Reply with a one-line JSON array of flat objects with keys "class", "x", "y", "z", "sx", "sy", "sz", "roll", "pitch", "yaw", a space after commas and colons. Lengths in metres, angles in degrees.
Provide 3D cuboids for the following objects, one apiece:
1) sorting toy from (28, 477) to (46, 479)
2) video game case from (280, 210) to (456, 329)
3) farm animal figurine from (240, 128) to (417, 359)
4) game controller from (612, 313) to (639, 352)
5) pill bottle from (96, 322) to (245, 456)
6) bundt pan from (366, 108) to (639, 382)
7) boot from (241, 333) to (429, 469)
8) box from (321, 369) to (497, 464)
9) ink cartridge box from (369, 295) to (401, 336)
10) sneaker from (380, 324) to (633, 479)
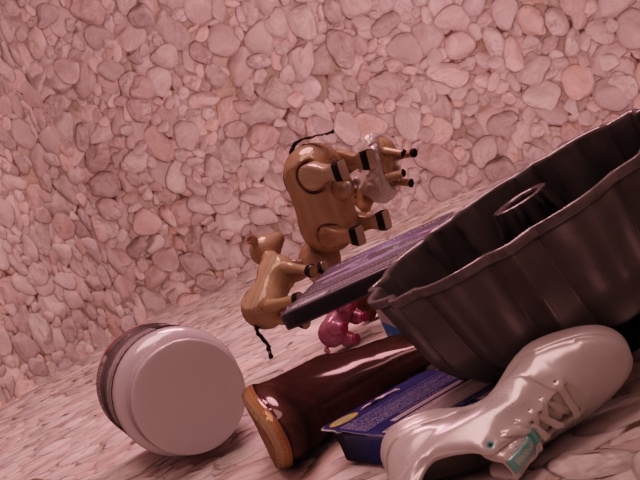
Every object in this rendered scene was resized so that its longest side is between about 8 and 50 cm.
[{"class": "sorting toy", "x": -0.328, "y": 0.323, "z": 1.104, "sx": 0.255, "sy": 0.089, "sz": 0.257, "roll": -26, "pitch": 5, "yaw": -27}, {"class": "video game case", "x": 0.070, "y": 0.032, "z": 1.498, "sx": 0.196, "sy": 0.026, "sz": 0.274, "roll": -25, "pitch": 3, "yaw": 15}, {"class": "farm animal figurine", "x": 0.000, "y": 0.000, "z": 1.809, "sx": 0.172, "sy": 0.327, "sz": 0.330, "roll": -4, "pitch": -1, "yaw": 41}, {"class": "game controller", "x": 0.255, "y": 0.066, "z": 1.221, "sx": 0.166, "sy": 0.067, "sz": 0.319, "roll": -26, "pitch": 4, "yaw": -21}, {"class": "pill bottle", "x": -0.189, "y": 0.186, "z": 1.531, "sx": 0.161, "sy": 0.161, "sz": 0.283, "roll": -25, "pitch": 5, "yaw": -16}, {"class": "bundt pan", "x": 0.209, "y": 0.012, "z": 1.081, "sx": 0.331, "sy": 0.124, "sz": 0.331, "roll": -34, "pitch": 6, "yaw": 4}, {"class": "boot", "x": 0.027, "y": 0.149, "z": 1.274, "sx": 0.207, "sy": 0.090, "sz": 0.248, "roll": -26, "pitch": 1, "yaw": -1}, {"class": "box", "x": 0.105, "y": 0.159, "z": 1.099, "sx": 0.136, "sy": 0.036, "sz": 0.225, "roll": -26, "pitch": 6, "yaw": -25}, {"class": "ink cartridge box", "x": 0.149, "y": 0.072, "z": 1.457, "sx": 0.061, "sy": 0.104, "sz": 0.181, "roll": -29, "pitch": 7, "yaw": -39}, {"class": "sneaker", "x": 0.150, "y": 0.143, "z": 0.916, "sx": 0.212, "sy": 0.080, "sz": 0.094, "roll": -31, "pitch": 16, "yaw": 3}]
